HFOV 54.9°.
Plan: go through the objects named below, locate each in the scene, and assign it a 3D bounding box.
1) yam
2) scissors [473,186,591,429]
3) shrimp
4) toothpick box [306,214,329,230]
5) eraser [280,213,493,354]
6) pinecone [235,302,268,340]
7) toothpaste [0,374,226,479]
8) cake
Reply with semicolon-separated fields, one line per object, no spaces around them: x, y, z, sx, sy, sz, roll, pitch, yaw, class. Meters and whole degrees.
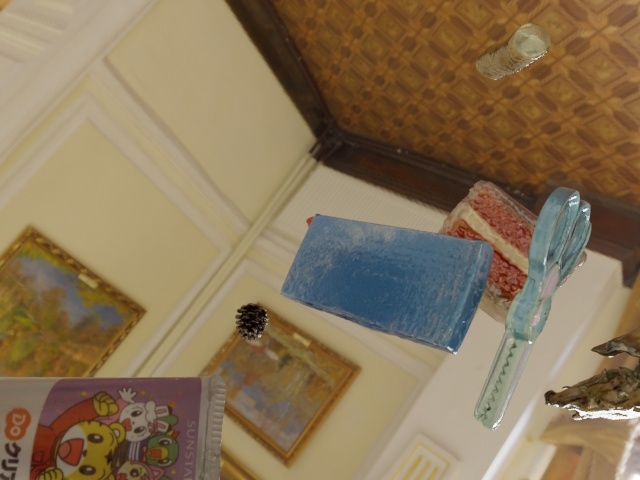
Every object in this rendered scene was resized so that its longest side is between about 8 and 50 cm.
0.331;-0.322;1.076;0.066;0.066;0.299;39;-171;-4;yam
0.216;0.073;0.634;0.030;0.256;0.125;24;-175;36;scissors
0.380;0.159;0.752;0.254;0.145;0.059;11;-160;-35;shrimp
0.000;0.000;1.118;0.047;0.083;0.047;-5;166;-1;toothpick box
0.079;0.048;0.844;0.312;0.144;0.043;11;163;47;eraser
-0.153;0.178;1.350;0.077;0.083;0.077;10;136;10;pinecone
-0.200;0.131;0.389;0.299;0.113;0.073;12;154;-29;toothpaste
0.429;0.037;1.467;0.309;0.237;0.230;41;177;20;cake
